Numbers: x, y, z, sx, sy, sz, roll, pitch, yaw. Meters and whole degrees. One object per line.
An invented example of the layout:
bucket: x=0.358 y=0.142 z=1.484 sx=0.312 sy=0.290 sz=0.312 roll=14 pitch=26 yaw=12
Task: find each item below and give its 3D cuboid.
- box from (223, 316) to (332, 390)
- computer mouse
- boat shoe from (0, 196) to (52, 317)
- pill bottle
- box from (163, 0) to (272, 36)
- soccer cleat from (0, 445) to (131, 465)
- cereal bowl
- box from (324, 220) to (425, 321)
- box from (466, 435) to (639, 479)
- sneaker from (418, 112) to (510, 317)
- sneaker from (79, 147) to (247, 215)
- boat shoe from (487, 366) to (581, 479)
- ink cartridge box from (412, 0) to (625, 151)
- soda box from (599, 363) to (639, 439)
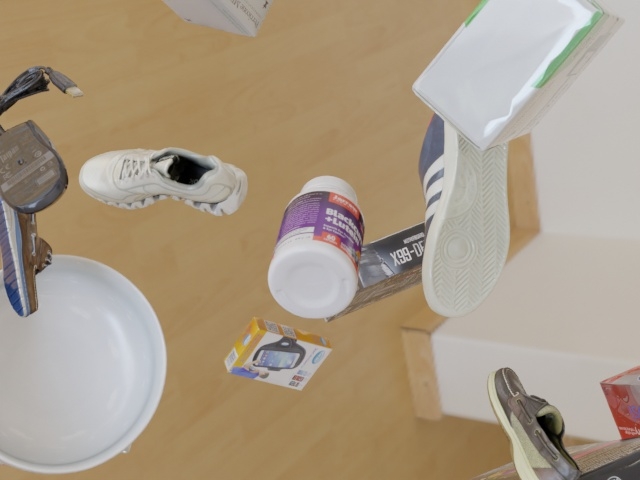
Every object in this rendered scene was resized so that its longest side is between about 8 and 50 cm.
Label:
box: x=-0.049 y=0.152 z=1.242 sx=0.136 sy=0.028 sz=0.081 roll=20 pitch=117 yaw=-31
computer mouse: x=-0.396 y=-0.140 z=1.345 sx=0.184 sy=0.262 sz=0.060 roll=-41 pitch=145 yaw=-11
boat shoe: x=-0.431 y=0.021 z=1.394 sx=0.066 sy=0.066 sz=0.183 roll=-6 pitch=81 yaw=-36
pill bottle: x=0.000 y=0.000 z=1.187 sx=0.193 sy=0.108 sz=0.108 roll=-79 pitch=152 yaw=-56
box: x=-0.105 y=-0.263 z=0.905 sx=0.101 sy=0.102 sz=0.087 roll=37 pitch=77 yaw=-58
soccer cleat: x=-0.505 y=0.382 z=1.846 sx=0.331 sy=0.143 sz=0.116 roll=6 pitch=100 yaw=-57
cereal bowl: x=-0.421 y=0.202 z=1.503 sx=0.338 sy=0.141 sz=0.339 roll=8 pitch=70 yaw=-22
box: x=0.135 y=0.053 z=1.817 sx=0.242 sy=0.307 sz=0.077 roll=-21 pitch=79 yaw=-17
box: x=0.247 y=0.294 z=0.916 sx=0.143 sy=0.270 sz=0.165 roll=-16 pitch=79 yaw=-20
sneaker: x=0.207 y=-0.056 z=1.452 sx=0.131 sy=0.148 sz=0.350 roll=12 pitch=83 yaw=-18
sneaker: x=-0.270 y=-0.111 z=1.549 sx=0.118 sy=0.292 sz=0.110 roll=46 pitch=49 yaw=-69
boat shoe: x=0.185 y=0.160 z=0.809 sx=0.056 sy=0.049 sz=0.152 roll=39 pitch=21 yaw=-30
ink cartridge box: x=0.261 y=-0.238 z=1.193 sx=0.211 sy=0.121 sz=0.289 roll=-51 pitch=169 yaw=23
soda box: x=0.449 y=0.200 z=1.136 sx=0.083 sy=0.263 sz=0.092 roll=-21 pitch=88 yaw=-14
